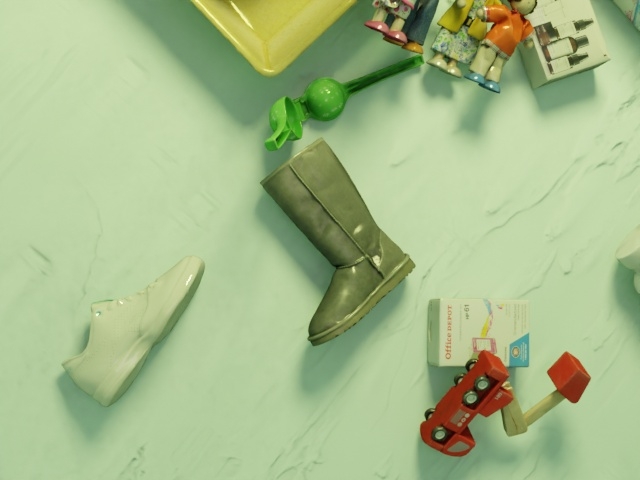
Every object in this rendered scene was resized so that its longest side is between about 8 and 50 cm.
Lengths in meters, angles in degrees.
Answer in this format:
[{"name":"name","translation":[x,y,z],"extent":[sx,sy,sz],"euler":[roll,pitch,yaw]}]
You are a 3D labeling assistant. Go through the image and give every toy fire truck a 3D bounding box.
[{"name":"toy fire truck","translation":[0.231,0.206,1.292],"extent":[0.135,0.047,0.192],"euler":[30,108,-21]}]

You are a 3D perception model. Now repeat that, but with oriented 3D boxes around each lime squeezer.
[{"name":"lime squeezer","translation":[0.002,-0.176,1.286],"extent":[0.310,0.110,0.059],"euler":[-34,94,-41]}]

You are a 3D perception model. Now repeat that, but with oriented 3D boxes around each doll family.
[{"name":"doll family","translation":[0.156,-0.309,1.295],"extent":[0.263,0.118,0.163],"euler":[20,97,-33]}]

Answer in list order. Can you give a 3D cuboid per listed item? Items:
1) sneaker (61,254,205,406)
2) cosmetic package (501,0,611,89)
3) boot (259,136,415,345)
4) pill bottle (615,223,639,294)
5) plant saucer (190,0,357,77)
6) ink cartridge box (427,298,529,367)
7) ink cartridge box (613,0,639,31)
[{"name":"sneaker","translation":[-0.229,0.091,1.239],"extent":[0.094,0.080,0.212],"euler":[36,82,6]},{"name":"cosmetic package","translation":[0.296,-0.333,1.368],"extent":[0.099,0.060,0.239],"euler":[-20,89,-12]},{"name":"boot","translation":[-0.002,0.001,1.282],"extent":[0.190,0.076,0.208],"euler":[-43,100,-24]},{"name":"pill bottle","translation":[0.481,0.057,1.346],"extent":[0.184,0.103,0.103],"euler":[42,80,-5]},{"name":"plant saucer","translation":[-0.067,-0.421,1.302],"extent":[0.333,0.081,0.333],"euler":[-44,93,-10]},{"name":"ink cartridge box","translation":[0.203,0.119,1.319],"extent":[0.123,0.052,0.088],"euler":[1,86,-9]},{"name":"ink cartridge box","translation":[0.498,-0.394,1.372],"extent":[0.226,0.131,0.306],"euler":[-41,93,-11]}]
